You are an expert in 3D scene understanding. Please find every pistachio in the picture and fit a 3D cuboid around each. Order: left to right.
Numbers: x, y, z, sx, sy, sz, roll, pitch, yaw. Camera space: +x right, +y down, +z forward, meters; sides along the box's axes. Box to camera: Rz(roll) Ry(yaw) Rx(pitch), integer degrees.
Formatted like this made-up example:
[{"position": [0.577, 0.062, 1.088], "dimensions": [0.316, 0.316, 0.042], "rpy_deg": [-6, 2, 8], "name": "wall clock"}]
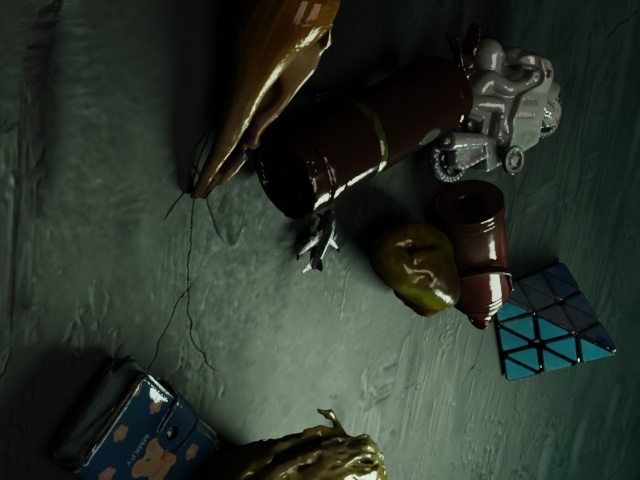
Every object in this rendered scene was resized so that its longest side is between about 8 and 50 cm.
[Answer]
[{"position": [0.133, 0.033, 1.765], "dimensions": [0.189, 0.100, 0.110], "rpy_deg": [44, 57, -54], "name": "pistachio"}]

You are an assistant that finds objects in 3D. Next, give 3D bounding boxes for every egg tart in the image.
[{"position": [-0.075, 0.374, 1.630], "dimensions": [0.388, 0.169, 0.388], "rpy_deg": [-33, 140, -34], "name": "egg tart"}]

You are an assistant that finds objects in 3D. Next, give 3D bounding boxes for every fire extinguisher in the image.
[{"position": [0.075, -0.151, 1.568], "dimensions": [0.341, 0.105, 0.141], "rpy_deg": [-33, 136, -35], "name": "fire extinguisher"}]

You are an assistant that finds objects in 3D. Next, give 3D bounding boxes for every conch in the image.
[{"position": [-0.062, -0.189, 1.392], "dimensions": [0.330, 0.093, 0.109], "rpy_deg": [-55, 168, 21], "name": "conch"}]

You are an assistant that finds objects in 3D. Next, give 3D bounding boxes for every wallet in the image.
[{"position": [-0.195, 0.222, 1.472], "dimensions": [0.141, 0.059, 0.202], "rpy_deg": [-58, 145, -15], "name": "wallet"}]

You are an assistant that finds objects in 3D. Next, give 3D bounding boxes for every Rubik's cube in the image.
[{"position": [0.396, 0.119, 2.111], "dimensions": [0.190, 0.178, 0.211], "rpy_deg": [-51, 145, -26], "name": "Rubik's cube"}]

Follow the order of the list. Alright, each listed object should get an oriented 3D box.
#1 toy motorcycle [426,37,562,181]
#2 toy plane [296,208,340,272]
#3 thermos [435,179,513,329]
[{"position": [0.226, -0.182, 1.770], "dimensions": [0.260, 0.110, 0.171], "rpy_deg": [-25, 113, -35], "name": "toy motorcycle"}, {"position": [0.000, 0.000, 1.625], "dimensions": [0.078, 0.031, 0.083], "rpy_deg": [-10, 118, -51], "name": "toy plane"}, {"position": [0.217, 0.029, 1.887], "dimensions": [0.124, 0.098, 0.232], "rpy_deg": [-91, 172, -47], "name": "thermos"}]
